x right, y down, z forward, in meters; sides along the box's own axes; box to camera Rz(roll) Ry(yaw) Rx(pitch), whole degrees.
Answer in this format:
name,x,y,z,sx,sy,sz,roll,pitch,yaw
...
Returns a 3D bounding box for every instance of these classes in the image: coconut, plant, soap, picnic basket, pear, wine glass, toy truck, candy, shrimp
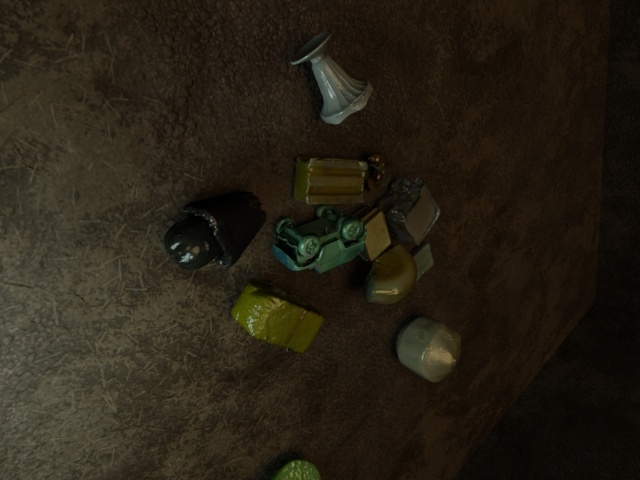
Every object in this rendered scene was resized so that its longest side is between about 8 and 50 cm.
name,x,y,z,sx,sy,sz,roll,pitch,yaw
coconut,0.448,0.439,1.654,0.244,0.247,0.245,-13,111,-35
plant,-0.256,-0.025,1.018,0.256,0.141,0.164,-37,126,-27
soap,0.032,-0.180,1.231,0.233,0.076,0.135,-5,108,-38
picnic basket,0.159,-0.025,1.373,0.115,0.079,0.164,-39,130,-23
pear,-0.121,0.880,1.444,0.288,0.139,0.239,17,80,-36
wine glass,0.029,-0.431,1.093,0.165,0.165,0.196,-50,125,-14
toy truck,0.000,0.000,1.220,0.278,0.155,0.156,-22,126,-31
candy,0.304,-0.101,1.430,0.185,0.137,0.195,-55,131,-10
shrimp,0.192,-0.219,1.331,0.187,0.051,0.133,15,88,-60

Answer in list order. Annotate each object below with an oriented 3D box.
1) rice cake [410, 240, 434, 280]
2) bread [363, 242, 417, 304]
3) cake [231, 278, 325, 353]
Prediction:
name,x,y,z,sx,sy,sz,roll,pitch,yaw
rice cake,0.351,0.117,1.601,0.237,0.043,0.127,-37,124,-22
bread,0.240,0.139,1.417,0.260,0.156,0.158,-32,153,-31
cake,-0.127,0.210,1.174,0.260,0.179,0.156,33,83,-37
